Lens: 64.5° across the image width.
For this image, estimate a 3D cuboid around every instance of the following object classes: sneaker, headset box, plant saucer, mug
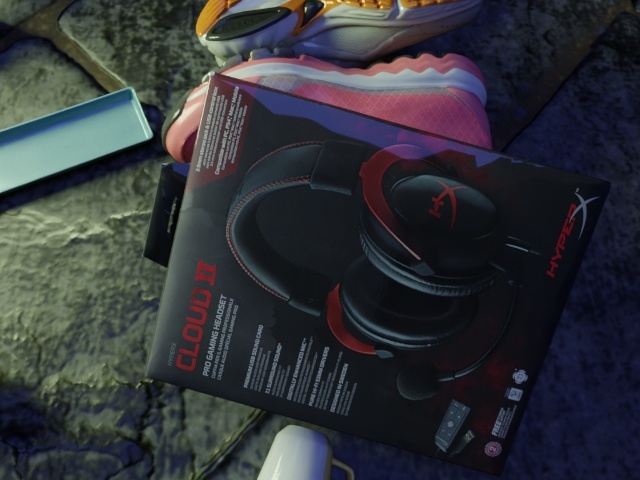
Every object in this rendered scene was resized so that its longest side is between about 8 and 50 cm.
[{"bbox_3d":[0.023,-0.198,0.495,0.262,0.121,0.099,-8,60,6],"label":"sneaker"},{"bbox_3d":[0.015,-0.087,0.460,0.313,0.116,0.136,-7,68,-6],"label":"sneaker"},{"bbox_3d":[0.016,0.017,0.383,0.293,0.110,0.218,16,101,1],"label":"headset box"},{"bbox_3d":[-0.265,-0.091,0.500,0.192,0.018,0.067,-23,74,-10],"label":"plant saucer"},{"bbox_3d":[-0.015,0.187,0.405,0.062,0.078,0.064,-2,57,30],"label":"mug"}]
